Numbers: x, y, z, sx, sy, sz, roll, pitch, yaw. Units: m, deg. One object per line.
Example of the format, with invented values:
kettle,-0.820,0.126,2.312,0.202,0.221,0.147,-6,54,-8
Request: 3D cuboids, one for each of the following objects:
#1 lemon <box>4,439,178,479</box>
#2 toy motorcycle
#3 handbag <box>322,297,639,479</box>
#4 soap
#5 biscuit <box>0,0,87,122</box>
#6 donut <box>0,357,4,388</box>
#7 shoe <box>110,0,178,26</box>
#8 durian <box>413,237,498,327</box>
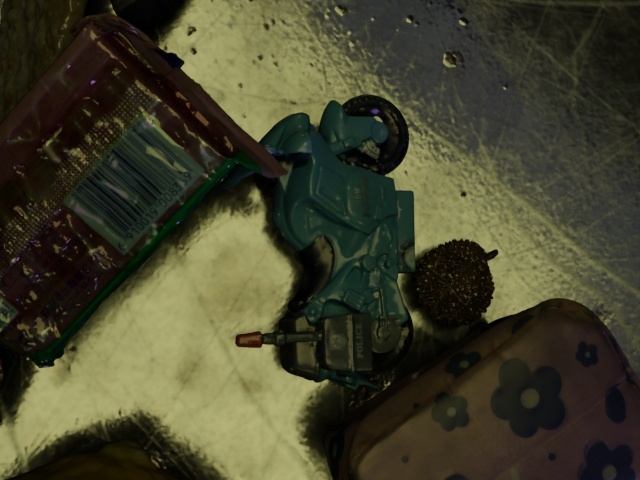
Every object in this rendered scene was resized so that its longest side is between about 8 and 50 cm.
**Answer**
lemon,-0.185,0.337,0.773,0.335,0.336,0.336,1,85,-7
toy motorcycle,0.000,0.000,0.916,0.182,0.123,0.272,0,85,-18
handbag,0.137,0.176,0.881,0.251,0.193,0.190,-34,96,-11
soap,-0.198,-0.035,0.833,0.218,0.098,0.273,44,104,-4
biscuit,-0.239,-0.232,0.897,0.038,0.141,0.290,10,82,-41
donut,-0.363,0.079,0.852,0.217,0.141,0.085,46,63,-13
shoe,-0.164,-0.369,0.923,0.170,0.132,0.337,18,81,-1
durian,0.130,0.038,0.949,0.091,0.080,0.080,-31,90,-3
